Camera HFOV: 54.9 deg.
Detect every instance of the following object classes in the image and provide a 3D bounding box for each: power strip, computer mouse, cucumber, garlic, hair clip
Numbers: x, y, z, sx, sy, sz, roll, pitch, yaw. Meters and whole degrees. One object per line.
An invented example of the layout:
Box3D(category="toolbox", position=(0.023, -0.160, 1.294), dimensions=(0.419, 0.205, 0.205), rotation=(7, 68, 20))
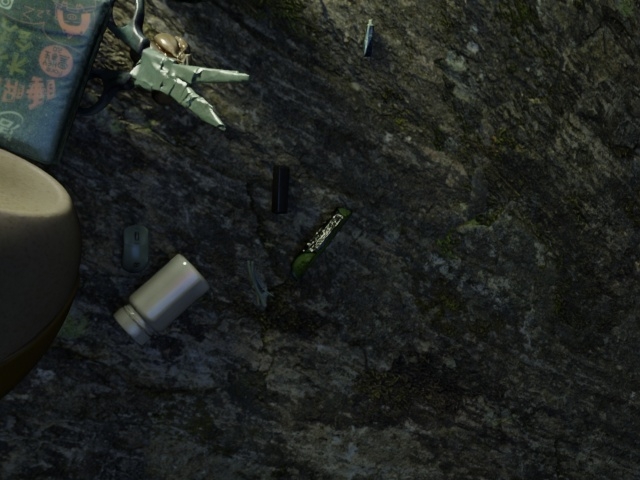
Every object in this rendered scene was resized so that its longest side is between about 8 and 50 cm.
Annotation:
Box3D(category="power strip", position=(-0.090, -0.116, 1.396), dimensions=(0.029, 0.038, 0.111), rotation=(-3, 104, -28))
Box3D(category="computer mouse", position=(-0.384, 0.017, 1.279), dimensions=(0.056, 0.032, 0.110), rotation=(-1, 102, -28))
Box3D(category="cucumber", position=(0.000, 0.000, 1.459), dimensions=(0.046, 0.070, 0.220), rotation=(38, 81, 1))
Box3D(category="garlic", position=(-0.285, -0.322, 1.162), dimensions=(0.127, 0.194, 0.131), rotation=(-27, 121, -22))
Box3D(category="hair clip", position=(-0.142, 0.095, 1.428), dimensions=(0.039, 0.030, 0.115), rotation=(-36, 119, -37))

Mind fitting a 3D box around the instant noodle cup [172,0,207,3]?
Box3D(category="instant noodle cup", position=(-0.231, -0.566, 1.136), dimensions=(0.240, 0.178, 0.240), rotation=(-6, 105, -25))

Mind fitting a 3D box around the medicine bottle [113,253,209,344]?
Box3D(category="medicine bottle", position=(-0.332, 0.124, 1.291), dimensions=(0.186, 0.103, 0.103), rotation=(-43, 117, -12))

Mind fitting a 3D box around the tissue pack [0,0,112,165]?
Box3D(category="tissue pack", position=(-0.525, -0.313, 1.070), dimensions=(0.228, 0.103, 0.316), rotation=(20, 92, -14))

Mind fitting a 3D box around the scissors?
Box3D(category="scissors", position=(-0.285, -0.300, 1.085), dimensions=(0.029, 0.383, 0.256), rotation=(16, 97, -63))

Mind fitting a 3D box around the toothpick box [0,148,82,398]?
Box3D(category="toothpick box", position=(-0.607, 0.075, 0.961), dimensions=(0.409, 0.409, 0.425), rotation=(21, 106, -30))

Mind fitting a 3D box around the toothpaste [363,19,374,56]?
Box3D(category="toothpaste", position=(0.112, -0.468, 1.427), dimensions=(0.027, 0.019, 0.083), rotation=(-10, 111, -43))
